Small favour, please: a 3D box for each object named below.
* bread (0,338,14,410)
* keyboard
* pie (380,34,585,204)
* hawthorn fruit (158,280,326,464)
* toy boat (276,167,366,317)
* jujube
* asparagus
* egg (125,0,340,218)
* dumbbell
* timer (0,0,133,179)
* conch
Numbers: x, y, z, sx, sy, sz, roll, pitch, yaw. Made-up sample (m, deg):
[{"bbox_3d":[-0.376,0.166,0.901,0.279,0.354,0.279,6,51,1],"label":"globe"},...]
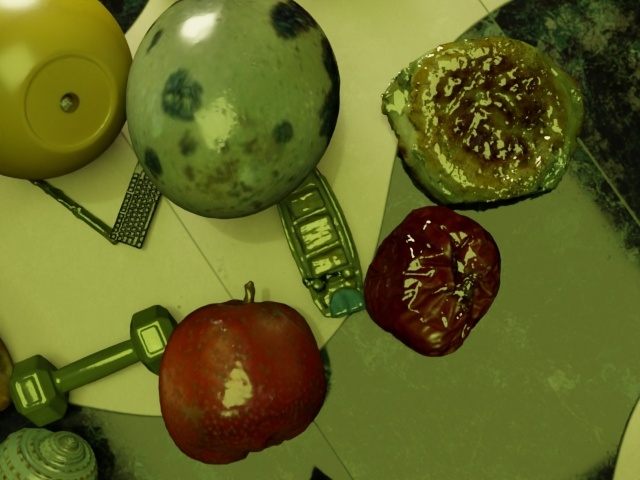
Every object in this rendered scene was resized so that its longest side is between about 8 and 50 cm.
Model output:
[{"bbox_3d":[-0.720,0.229,1.792,0.337,0.148,0.328,-34,85,0],"label":"bread"},{"bbox_3d":[-0.313,-0.089,1.856,0.061,0.013,0.204,20,82,-3],"label":"keyboard"},{"bbox_3d":[0.286,-0.210,1.804,0.355,0.103,0.288,-5,91,0],"label":"pie"},{"bbox_3d":[-0.125,0.215,1.706,0.275,0.275,0.299,1,85,3],"label":"hawthorn fruit"},{"bbox_3d":[0.001,0.002,1.813,0.111,0.084,0.276,-23,82,3],"label":"toy boat"},{"bbox_3d":[0.189,0.067,1.738,0.213,0.213,0.232,32,83,5],"label":"jujube"},{"bbox_3d":[-0.459,-0.069,1.866,0.248,0.025,0.024,35,112,4],"label":"asparagus"},{"bbox_3d":[-0.142,-0.223,1.677,0.345,0.428,0.345,7,131,9],"label":"egg"},{"bbox_3d":[-0.383,0.216,1.797,0.302,0.108,0.121,-22,85,1],"label":"dumbbell"},{"bbox_3d":[-0.505,-0.281,1.754,0.387,0.376,0.376,29,86,48],"label":"timer"},{"bbox_3d":[-0.472,0.415,1.765,0.172,0.131,0.200,22,92,-23],"label":"conch"}]
